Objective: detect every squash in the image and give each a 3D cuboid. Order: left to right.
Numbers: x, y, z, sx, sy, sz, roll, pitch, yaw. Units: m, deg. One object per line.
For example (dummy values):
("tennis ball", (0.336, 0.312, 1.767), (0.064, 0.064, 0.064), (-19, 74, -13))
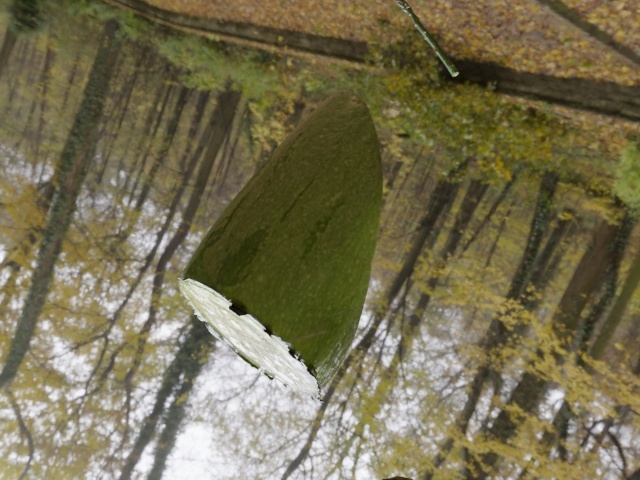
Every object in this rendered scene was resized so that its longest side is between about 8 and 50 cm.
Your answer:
("squash", (0.000, 0.000, 0.552), (0.189, 0.260, 0.189), (31, 154, 17))

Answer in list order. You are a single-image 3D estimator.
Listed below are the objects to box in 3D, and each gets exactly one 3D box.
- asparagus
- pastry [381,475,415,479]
("asparagus", (0.161, -0.316, 0.838), (0.016, 0.016, 0.162), (-29, -99, -33))
("pastry", (0.051, 0.326, 0.447), (0.240, 0.235, 0.132), (2, 136, 54))
